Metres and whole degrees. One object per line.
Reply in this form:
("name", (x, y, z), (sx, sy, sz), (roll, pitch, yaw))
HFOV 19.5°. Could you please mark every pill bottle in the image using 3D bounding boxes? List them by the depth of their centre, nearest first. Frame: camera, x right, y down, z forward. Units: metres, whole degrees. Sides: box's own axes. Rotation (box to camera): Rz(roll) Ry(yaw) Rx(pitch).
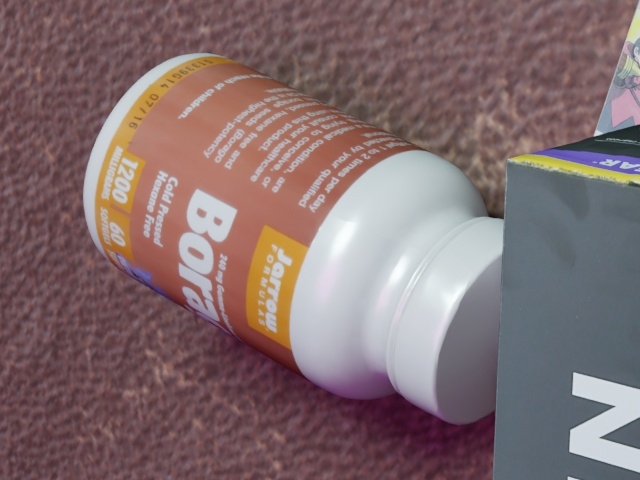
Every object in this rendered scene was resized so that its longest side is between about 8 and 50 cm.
("pill bottle", (0.000, 0.000, 0.878), (0.216, 0.121, 0.121), (27, 115, 35))

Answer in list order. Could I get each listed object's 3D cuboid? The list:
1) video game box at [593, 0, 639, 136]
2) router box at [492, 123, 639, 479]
("video game box", (0.203, -0.018, 0.747), (0.205, 0.048, 0.187), (32, 120, 32))
("router box", (0.155, 0.108, 0.624), (0.081, 0.243, 0.309), (13, 108, 39))
